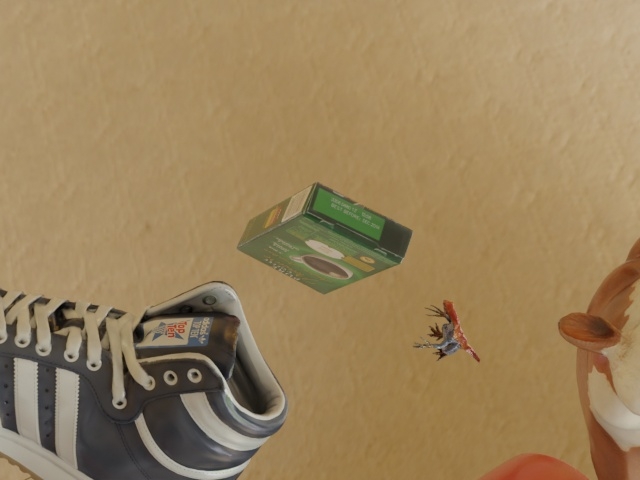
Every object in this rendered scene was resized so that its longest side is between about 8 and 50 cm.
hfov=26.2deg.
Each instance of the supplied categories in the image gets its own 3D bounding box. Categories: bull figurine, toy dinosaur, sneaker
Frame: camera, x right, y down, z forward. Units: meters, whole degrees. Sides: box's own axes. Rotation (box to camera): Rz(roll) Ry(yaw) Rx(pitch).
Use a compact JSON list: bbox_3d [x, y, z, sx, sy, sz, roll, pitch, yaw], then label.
[{"bbox_3d":[0.205,0.059,0.779,0.101,0.310,0.188,25,67,20],"label":"bull figurine"},{"bbox_3d":[0.127,0.083,1.317,0.090,0.082,0.047,5,68,-19],"label":"toy dinosaur"},{"bbox_3d":[-0.149,0.062,0.809,0.282,0.153,0.099,36,28,-21],"label":"sneaker"}]

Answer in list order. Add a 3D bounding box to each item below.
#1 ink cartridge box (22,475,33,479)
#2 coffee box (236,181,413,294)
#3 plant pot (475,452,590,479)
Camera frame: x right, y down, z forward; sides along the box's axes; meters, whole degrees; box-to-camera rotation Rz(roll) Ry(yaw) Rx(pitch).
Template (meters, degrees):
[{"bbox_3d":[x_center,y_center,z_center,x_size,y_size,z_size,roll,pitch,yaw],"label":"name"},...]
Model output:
[{"bbox_3d":[-0.275,0.399,1.223,0.271,0.130,0.309,-25,65,-30],"label":"ink cartridge box"},{"bbox_3d":[0.000,0.000,1.361,0.113,0.184,0.040,26,69,-15],"label":"coffee box"},{"bbox_3d":[0.129,0.348,1.164,0.243,0.275,0.275,-17,63,-23],"label":"plant pot"}]
